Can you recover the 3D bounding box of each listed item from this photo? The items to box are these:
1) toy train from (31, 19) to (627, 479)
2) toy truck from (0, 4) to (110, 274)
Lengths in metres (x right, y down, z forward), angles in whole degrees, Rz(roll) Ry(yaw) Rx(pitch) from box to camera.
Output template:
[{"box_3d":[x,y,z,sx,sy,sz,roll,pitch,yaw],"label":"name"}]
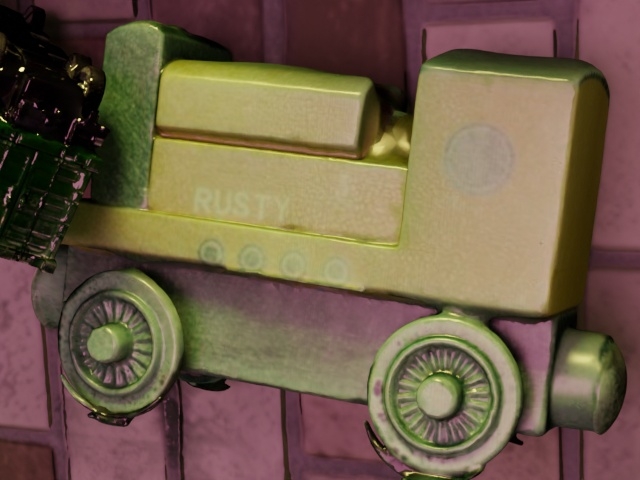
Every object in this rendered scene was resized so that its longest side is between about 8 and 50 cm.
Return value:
[{"box_3d":[0.000,0.000,0.802,0.397,0.160,0.253,8,95,22],"label":"toy train"},{"box_3d":[-0.214,-0.088,0.831,0.121,0.088,0.259,-65,31,11],"label":"toy truck"}]
